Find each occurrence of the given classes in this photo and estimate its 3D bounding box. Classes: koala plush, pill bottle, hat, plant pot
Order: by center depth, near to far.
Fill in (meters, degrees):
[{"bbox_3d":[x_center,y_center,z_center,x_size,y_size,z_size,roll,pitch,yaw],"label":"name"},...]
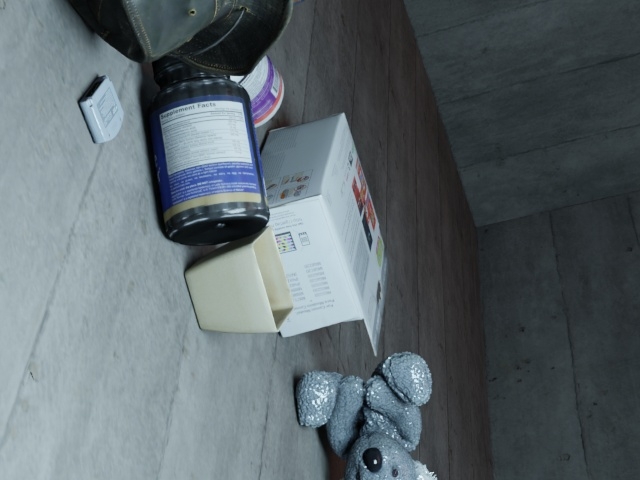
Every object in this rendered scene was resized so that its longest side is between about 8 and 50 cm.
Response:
[{"bbox_3d":[-0.186,-0.278,1.401,0.134,0.331,0.331,-41,126,-28],"label":"hat"},{"bbox_3d":[-0.134,-0.113,1.587,0.123,0.123,0.219,36,43,-71],"label":"pill bottle"},{"bbox_3d":[-0.099,0.054,1.625,0.109,0.096,0.109,-54,130,-74],"label":"plant pot"},{"bbox_3d":[-0.126,-0.225,1.765,0.193,0.108,0.108,46,33,-65],"label":"pill bottle"},{"bbox_3d":[0.082,0.302,1.967,0.203,0.196,0.221,72,6,-66],"label":"koala plush"}]

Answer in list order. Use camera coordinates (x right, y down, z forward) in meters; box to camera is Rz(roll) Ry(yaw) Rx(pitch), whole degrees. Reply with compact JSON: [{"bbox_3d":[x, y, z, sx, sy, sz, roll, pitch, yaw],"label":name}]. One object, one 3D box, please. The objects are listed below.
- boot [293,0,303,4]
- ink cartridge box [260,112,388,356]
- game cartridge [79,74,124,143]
[{"bbox_3d":[-0.049,-0.488,2.409,0.219,0.082,0.106,-70,147,-64],"label":"boot"},{"bbox_3d":[0.000,0.000,2.023,0.309,0.130,0.271,-75,149,-63],"label":"ink cartridge box"},{"bbox_3d":[-0.230,-0.136,1.443,0.083,0.017,0.056,-75,146,-64],"label":"game cartridge"}]
